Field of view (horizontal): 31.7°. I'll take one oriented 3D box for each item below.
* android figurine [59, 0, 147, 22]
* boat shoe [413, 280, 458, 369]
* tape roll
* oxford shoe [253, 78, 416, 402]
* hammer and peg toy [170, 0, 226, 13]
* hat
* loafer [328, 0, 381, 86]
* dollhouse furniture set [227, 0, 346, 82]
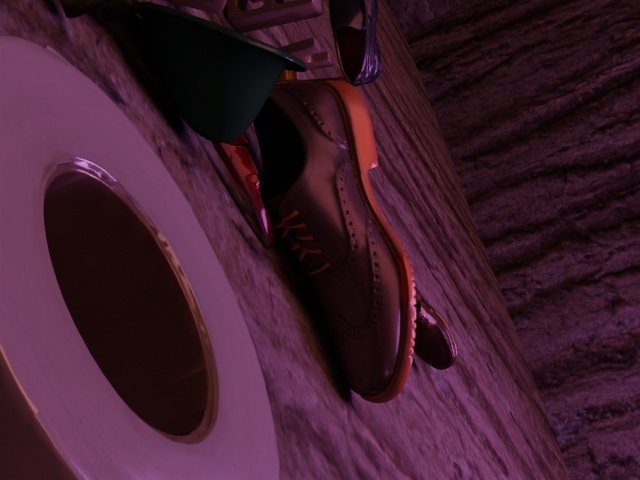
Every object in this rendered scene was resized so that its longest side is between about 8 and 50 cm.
[{"bbox_3d":[-0.233,-0.310,0.922,0.273,0.056,0.248,64,13,-5],"label":"android figurine"},{"bbox_3d":[0.126,0.107,1.560,0.178,0.064,0.060,57,18,-3],"label":"boat shoe"},{"bbox_3d":[-0.129,0.046,0.551,0.286,0.100,0.286,58,15,-25],"label":"tape roll"},{"bbox_3d":[0.000,0.000,1.205,0.133,0.130,0.363,-1,69,-40],"label":"oxford shoe"},{"bbox_3d":[-0.138,-0.446,1.202,0.127,0.361,0.266,7,25,-21],"label":"hammer and peg toy"},{"bbox_3d":[-0.116,-0.106,1.064,0.208,0.183,0.173,20,4,-2],"label":"hat"},{"bbox_3d":[0.041,-0.283,1.458,0.061,0.062,0.170,-43,122,-64],"label":"loafer"},{"bbox_3d":[-0.053,-0.306,1.526,0.201,0.152,0.374,31,52,-68],"label":"dollhouse furniture set"}]
